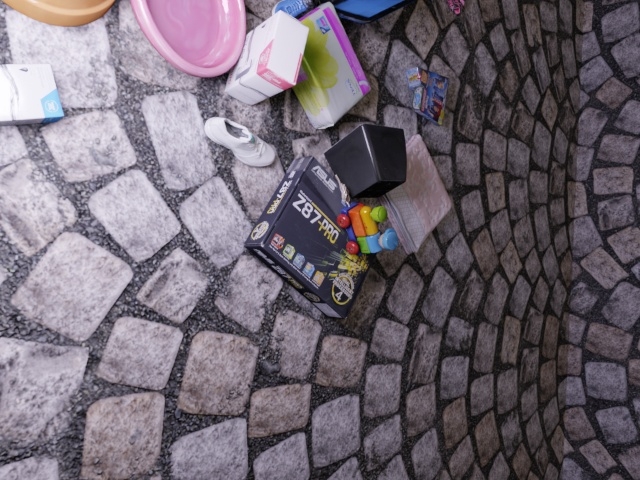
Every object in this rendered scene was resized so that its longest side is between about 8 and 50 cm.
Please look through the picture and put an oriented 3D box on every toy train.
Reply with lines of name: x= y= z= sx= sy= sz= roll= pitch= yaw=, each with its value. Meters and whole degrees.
toy train: x=0.127 y=-0.078 z=1.358 sx=0.105 sy=0.143 sz=0.248 roll=-33 pitch=111 yaw=-39

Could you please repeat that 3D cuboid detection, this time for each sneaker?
sneaker: x=-0.066 y=-0.668 z=1.341 sx=0.152 sy=0.085 sz=0.058 roll=-43 pitch=117 yaw=-32
sneaker: x=0.528 y=-0.948 z=1.888 sx=0.119 sy=0.047 sz=0.057 roll=16 pitch=91 yaw=-39
sneaker: x=-0.191 y=-0.254 z=1.232 sx=0.212 sy=0.094 sz=0.080 roll=23 pitch=74 yaw=-39

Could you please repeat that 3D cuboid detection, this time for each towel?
towel: x=0.347 y=-0.167 z=1.731 sx=0.317 sy=0.053 sz=0.331 roll=-48 pitch=121 yaw=-30

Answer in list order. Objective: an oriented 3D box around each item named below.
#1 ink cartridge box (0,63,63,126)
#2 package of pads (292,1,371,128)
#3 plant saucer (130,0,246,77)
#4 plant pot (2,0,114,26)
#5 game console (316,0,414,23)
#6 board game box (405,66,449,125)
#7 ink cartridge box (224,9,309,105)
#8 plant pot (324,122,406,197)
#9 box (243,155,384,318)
ink cartridge box: x=-0.601 y=-0.273 z=0.896 sx=0.180 sy=0.060 sz=0.104 roll=-19 pitch=103 yaw=-39
package of pads: x=0.006 y=-0.507 z=1.395 sx=0.229 sy=0.101 sz=0.296 roll=-48 pitch=119 yaw=-30
plant saucer: x=-0.309 y=-0.545 z=1.091 sx=0.332 sy=0.084 sz=0.332 roll=-10 pitch=101 yaw=-58
plant pot: x=-0.496 y=-0.586 z=0.891 sx=0.291 sy=0.204 sz=0.290 roll=-1 pitch=91 yaw=-40
game console: x=0.123 y=-0.799 z=1.447 sx=0.293 sy=0.173 sz=0.250 roll=-41 pitch=116 yaw=-34
board game box: x=0.388 y=-0.547 z=1.755 sx=0.194 sy=0.060 sz=0.194 roll=17 pitch=79 yaw=-39
ink cartridge box: x=-0.140 y=-0.450 z=1.192 sx=0.092 sy=0.218 sz=0.158 roll=19 pitch=78 yaw=-34
plant pot: x=0.154 y=-0.228 z=1.442 sx=0.188 sy=0.187 sz=0.166 roll=-6 pitch=75 yaw=-41
box: x=0.000 y=0.000 z=1.401 sx=0.395 sy=0.097 sz=0.318 roll=45 pitch=59 yaw=-33
